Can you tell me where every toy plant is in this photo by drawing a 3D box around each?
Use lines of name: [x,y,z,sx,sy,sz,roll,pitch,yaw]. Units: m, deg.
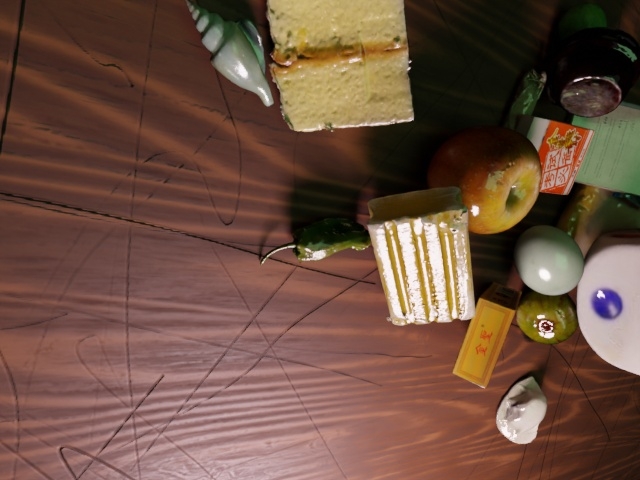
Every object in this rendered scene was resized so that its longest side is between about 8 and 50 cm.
toy plant: [0.585,-0.382,0.991,0.218,0.175,0.235,35,62,-30]

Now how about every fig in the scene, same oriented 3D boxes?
fig: [0.621,0.176,1.255,0.259,0.151,0.151,-28,124,-53]

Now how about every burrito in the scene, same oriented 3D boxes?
burrito: [0.429,-0.276,0.996,0.058,0.045,0.188,16,101,-19]

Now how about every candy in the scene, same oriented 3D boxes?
candy: [0.800,-0.132,1.167,0.136,0.038,0.088,18,93,-17]

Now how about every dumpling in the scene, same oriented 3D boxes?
dumpling: [0.585,0.492,1.346,0.150,0.092,0.176,12,106,-20]

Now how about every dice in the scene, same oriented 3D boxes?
dice: [0.809,0.135,1.067,0.276,0.304,0.304,-9,98,-23]

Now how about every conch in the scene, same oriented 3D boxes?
conch: [-0.122,-0.268,0.653,0.065,0.088,0.180,-21,138,25]

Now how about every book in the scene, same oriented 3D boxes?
book: [0.722,-0.224,1.118,0.282,0.025,0.215,15,100,-1]

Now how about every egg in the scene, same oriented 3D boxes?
egg: [0.549,0.048,1.121,0.149,0.149,0.192,-48,119,-9]

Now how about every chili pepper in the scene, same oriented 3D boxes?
chili pepper: [0.001,0.002,0.811,0.204,0.072,0.073,-11,114,-30]

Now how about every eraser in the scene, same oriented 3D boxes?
eraser: [0.505,-0.186,1.035,0.230,0.038,0.157,1,114,-31]

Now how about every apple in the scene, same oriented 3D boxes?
apple: [0.315,-0.119,0.907,0.210,0.173,0.235,-53,135,-3]

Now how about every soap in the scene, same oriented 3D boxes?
soap: [0.192,0.040,0.873,0.173,0.089,0.274,-7,129,14]

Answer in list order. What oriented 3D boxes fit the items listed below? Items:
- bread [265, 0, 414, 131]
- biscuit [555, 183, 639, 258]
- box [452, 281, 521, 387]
bread: [0.025,-0.274,0.689,0.178,0.135,0.240,-24,120,-23]
biscuit: [0.829,-0.066,1.267,0.429,0.104,0.446,15,97,-20]
box: [0.380,0.200,1.040,0.274,0.076,0.174,-4,111,-64]
